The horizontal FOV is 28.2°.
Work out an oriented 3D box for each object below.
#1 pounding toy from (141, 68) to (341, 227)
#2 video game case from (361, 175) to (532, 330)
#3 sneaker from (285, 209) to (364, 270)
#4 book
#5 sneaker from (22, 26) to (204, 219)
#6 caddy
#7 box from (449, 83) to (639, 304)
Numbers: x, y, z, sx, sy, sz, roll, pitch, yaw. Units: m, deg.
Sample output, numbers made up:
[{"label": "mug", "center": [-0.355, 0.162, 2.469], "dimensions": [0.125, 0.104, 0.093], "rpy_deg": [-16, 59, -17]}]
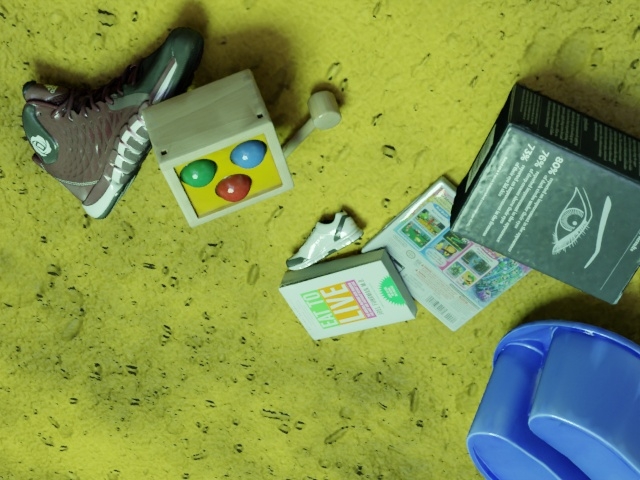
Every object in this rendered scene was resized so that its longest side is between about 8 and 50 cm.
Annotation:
[{"label": "pounding toy", "center": [-0.067, -0.096, 1.413], "dimensions": [0.206, 0.094, 0.181], "rpy_deg": [-21, 147, -1]}, {"label": "video game case", "center": [0.153, 0.018, 1.516], "dimensions": [0.157, 0.019, 0.143], "rpy_deg": [41, 121, -11]}, {"label": "sneaker", "center": [0.000, 0.000, 1.534], "dimensions": [0.109, 0.040, 0.044], "rpy_deg": [-31, 94, 23]}, {"label": "book", "center": [0.035, 0.068, 1.558], "dimensions": [0.144, 0.035, 0.096], "rpy_deg": [-16, 120, 28]}, {"label": "sneaker", "center": [-0.257, -0.160, 1.456], "dimensions": [0.162, 0.106, 0.281], "rpy_deg": [34, 123, -4]}, {"label": "caddy", "center": [0.341, 0.237, 1.515], "dimensions": [0.341, 0.179, 0.241], "rpy_deg": [43, 143, -14]}, {"label": "box", "center": [0.268, -0.050, 1.393], "dimensions": [0.207, 0.108, 0.153], "rpy_deg": [25, 123, -3]}]
